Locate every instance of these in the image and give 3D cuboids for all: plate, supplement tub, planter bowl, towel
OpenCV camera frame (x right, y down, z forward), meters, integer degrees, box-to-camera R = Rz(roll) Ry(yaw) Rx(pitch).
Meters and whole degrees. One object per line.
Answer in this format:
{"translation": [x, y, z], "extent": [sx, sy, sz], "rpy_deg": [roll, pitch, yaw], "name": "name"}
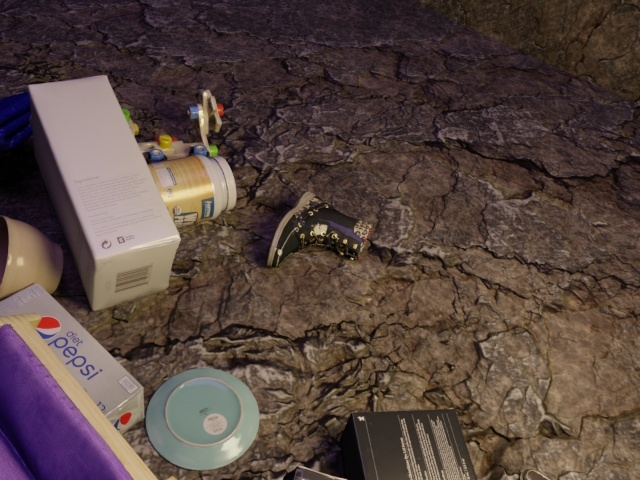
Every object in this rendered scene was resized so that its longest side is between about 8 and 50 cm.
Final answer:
{"translation": [-0.194, 0.288, 1.030], "extent": [0.188, 0.024, 0.188], "rpy_deg": [8, 43, -8], "name": "plate"}
{"translation": [-0.295, -0.102, 1.311], "extent": [0.199, 0.144, 0.144], "rpy_deg": [-16, 52, -29], "name": "supplement tub"}
{"translation": [-0.531, 0.044, 1.106], "extent": [0.109, 0.162, 0.162], "rpy_deg": [12, 36, -44], "name": "planter bowl"}
{"translation": [-0.707, -0.246, 1.294], "extent": [0.308, 0.076, 0.228], "rpy_deg": [-5, 38, 24], "name": "towel"}

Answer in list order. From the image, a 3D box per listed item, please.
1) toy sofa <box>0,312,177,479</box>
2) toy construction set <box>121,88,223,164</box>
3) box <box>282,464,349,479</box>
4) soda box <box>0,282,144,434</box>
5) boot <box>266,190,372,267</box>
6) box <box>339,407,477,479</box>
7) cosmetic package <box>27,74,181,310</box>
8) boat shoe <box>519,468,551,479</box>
{"translation": [-0.383, 0.272, 0.824], "extent": [0.362, 0.150, 0.177], "rpy_deg": [43, 15, 17], "name": "toy sofa"}
{"translation": [-0.367, -0.231, 1.434], "extent": [0.327, 0.151, 0.215], "rpy_deg": [-20, 53, -18], "name": "toy construction set"}
{"translation": [0.107, 0.490, 0.745], "extent": [0.394, 0.097, 0.318], "rpy_deg": [19, 58, -6], "name": "box"}
{"translation": [-0.411, 0.200, 1.005], "extent": [0.286, 0.098, 0.091], "rpy_deg": [36, 48, 21], "name": "soda box"}
{"translation": [0.001, -0.002, 1.337], "extent": [0.178, 0.085, 0.236], "rpy_deg": [25, 44, 7], "name": "boot"}
{"translation": [0.146, 0.401, 0.953], "extent": [0.184, 0.103, 0.261], "rpy_deg": [4, 45, -15], "name": "box"}
{"translation": [-0.414, -0.092, 1.159], "extent": [0.156, 0.217, 0.385], "rpy_deg": [-16, 68, -29], "name": "cosmetic package"}
{"translation": [0.406, 0.434, 1.029], "extent": [0.152, 0.049, 0.056], "rpy_deg": [37, 48, 22], "name": "boat shoe"}
